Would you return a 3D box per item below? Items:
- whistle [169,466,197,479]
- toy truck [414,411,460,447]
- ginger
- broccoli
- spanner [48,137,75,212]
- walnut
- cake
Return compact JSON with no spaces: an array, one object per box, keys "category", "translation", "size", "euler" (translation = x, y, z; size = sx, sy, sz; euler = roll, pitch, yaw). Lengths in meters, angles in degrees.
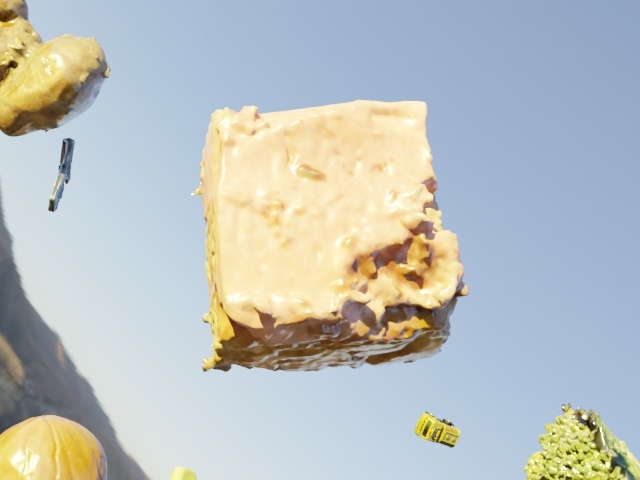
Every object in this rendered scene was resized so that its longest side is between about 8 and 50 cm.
[{"category":"whistle","translation":[-0.211,0.473,1.254],"size":[0.106,0.289,0.131],"euler":[-22,-42,31]},{"category":"toy truck","translation":[0.224,0.367,1.661],"size":[0.083,0.049,0.054],"euler":[25,1,-31]},{"category":"ginger","translation":[-0.563,-0.336,1.617],"size":[0.304,0.245,0.155],"euler":[39,-1,4]},{"category":"broccoli","translation":[0.414,0.392,1.302],"size":[0.273,0.180,0.242],"euler":[44,12,-40]},{"category":"spanner","translation":[-0.494,-0.122,1.643],"size":[0.325,0.026,0.093],"euler":[-117,-143,-66]},{"category":"walnut","translation":[-0.339,0.317,1.041],"size":[0.167,0.167,0.207],"euler":[141,-51,-69]},{"category":"cake","translation":[0.000,0.000,1.100],"size":[0.293,0.314,0.307],"euler":[125,-37,-71]}]
